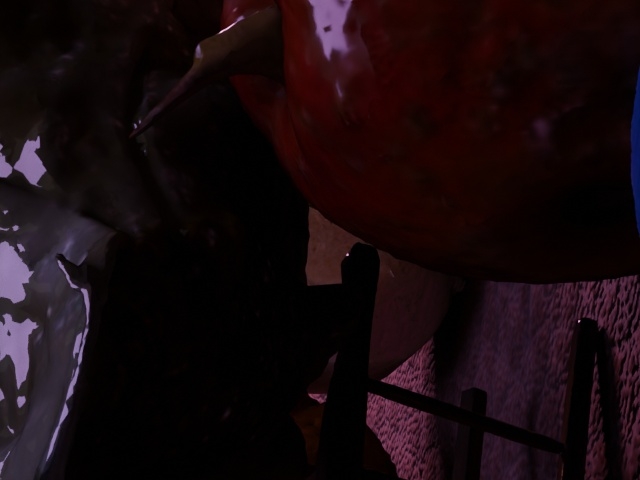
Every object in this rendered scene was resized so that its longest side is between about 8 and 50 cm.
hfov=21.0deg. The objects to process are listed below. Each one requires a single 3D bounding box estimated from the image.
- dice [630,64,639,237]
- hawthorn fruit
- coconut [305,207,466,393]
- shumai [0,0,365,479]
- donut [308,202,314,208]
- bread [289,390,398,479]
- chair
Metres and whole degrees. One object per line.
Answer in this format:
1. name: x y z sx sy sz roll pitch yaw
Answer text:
1. dice: 0.178 -0.042 0.492 0.146 0.143 0.146 -154 70 -78
2. hawthorn fruit: 0.087 -0.105 0.739 0.258 0.262 0.258 -158 90 -87
3. coconut: 0.000 0.000 1.265 0.237 0.197 0.236 -174 90 -82
4. shumai: -0.134 0.017 0.787 0.288 0.292 0.330 -78 -22 -67
5. donut: 0.029 -0.118 1.011 0.261 0.208 0.128 -42 -27 -51
6. bread: -0.028 0.218 1.199 0.232 0.135 0.246 30 132 38
7. chair: 0.047 0.187 0.890 0.160 0.186 0.319 -43 35 53
